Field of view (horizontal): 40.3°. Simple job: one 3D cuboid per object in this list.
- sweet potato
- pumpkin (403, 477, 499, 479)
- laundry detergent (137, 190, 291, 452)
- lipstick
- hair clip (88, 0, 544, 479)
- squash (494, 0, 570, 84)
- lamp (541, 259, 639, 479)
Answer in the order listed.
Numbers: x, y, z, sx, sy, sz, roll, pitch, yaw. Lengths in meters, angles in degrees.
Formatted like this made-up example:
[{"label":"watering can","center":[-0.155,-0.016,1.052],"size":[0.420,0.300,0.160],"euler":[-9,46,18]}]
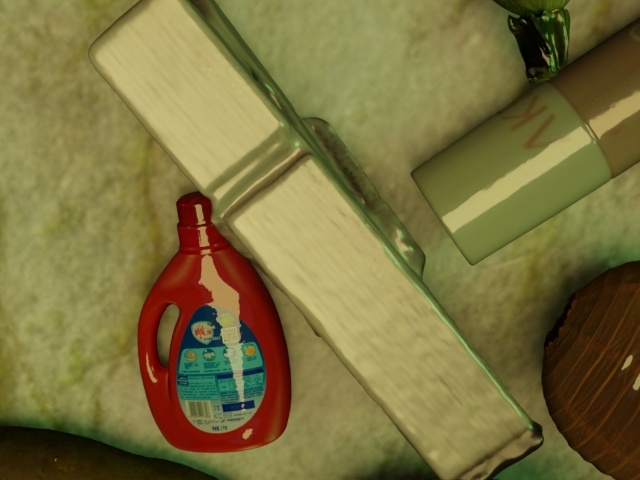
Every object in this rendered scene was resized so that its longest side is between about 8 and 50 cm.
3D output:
[{"label":"sweet potato","center":[-0.167,0.159,0.574],"size":[0.244,0.077,0.077],"euler":[1,106,-7]},{"label":"pumpkin","center":[0.101,0.275,0.555],"size":[0.260,0.189,0.260],"euler":[0,91,25]},{"label":"laundry detergent","center":[-0.072,0.051,0.553],"size":[0.097,0.049,0.165],"euler":[-5,104,7]},{"label":"lipstick","center":[0.176,-0.082,0.502],"size":[0.254,0.070,0.070],"euler":[-34,104,9]},{"label":"hair clip","center":[0.003,-0.003,0.514],"size":[0.085,0.101,0.331],"euler":[-34,102,13]},{"label":"squash","center":[0.054,-0.229,0.455],"size":[0.080,0.071,0.318],"euler":[-40,106,-7]},{"label":"lamp","center":[0.198,0.078,0.516],"size":[0.136,0.136,0.136],"euler":[0,106,0]}]
